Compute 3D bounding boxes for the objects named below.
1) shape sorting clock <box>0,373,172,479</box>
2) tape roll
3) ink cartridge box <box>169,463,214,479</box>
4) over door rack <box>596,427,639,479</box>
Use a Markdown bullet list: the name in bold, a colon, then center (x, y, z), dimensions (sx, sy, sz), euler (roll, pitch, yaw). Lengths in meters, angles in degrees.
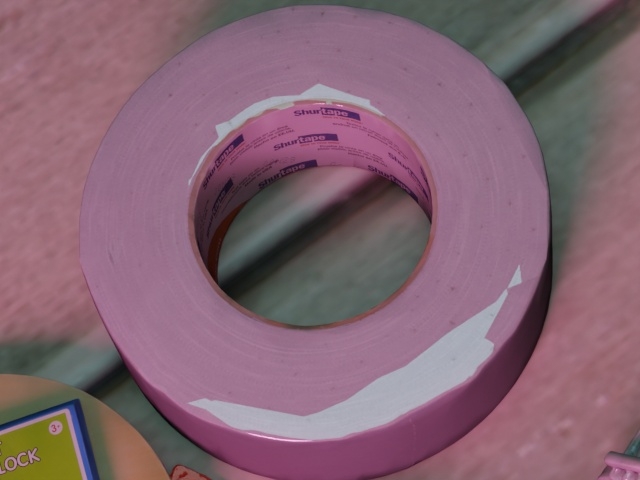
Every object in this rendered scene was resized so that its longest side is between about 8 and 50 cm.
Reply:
- **shape sorting clock**: center (-0.158, 0.158, 0.873), dimensions (0.206, 0.040, 0.206), euler (-4, 68, 9)
- **tape roll**: center (0.000, 0.000, 0.905), dimensions (0.219, 0.072, 0.219), euler (-3, 66, 6)
- **ink cartridge box**: center (-0.020, 0.189, 0.844), dimensions (0.179, 0.045, 0.145), euler (24, 72, 13)
- **over door rack**: center (0.265, 0.032, 0.747), dimensions (0.108, 0.324, 0.239), euler (39, 73, -12)
